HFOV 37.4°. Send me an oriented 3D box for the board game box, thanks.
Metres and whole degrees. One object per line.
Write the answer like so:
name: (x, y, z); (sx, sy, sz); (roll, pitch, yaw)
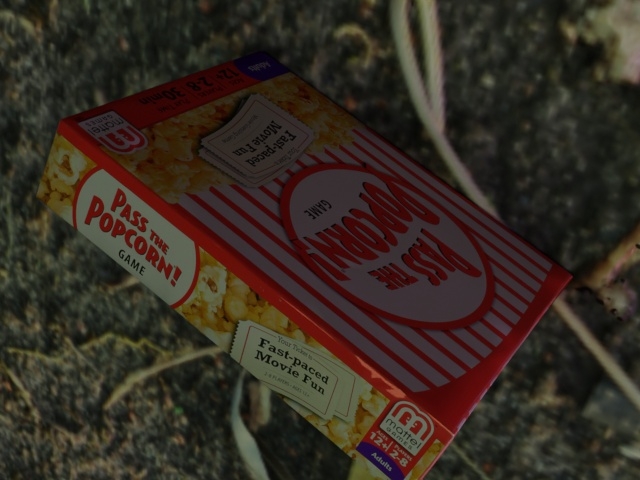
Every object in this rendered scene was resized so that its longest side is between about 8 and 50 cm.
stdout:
board game box: (0.000, 0.000, 0.415); (0.193, 0.147, 0.045); (37, 125, 12)
